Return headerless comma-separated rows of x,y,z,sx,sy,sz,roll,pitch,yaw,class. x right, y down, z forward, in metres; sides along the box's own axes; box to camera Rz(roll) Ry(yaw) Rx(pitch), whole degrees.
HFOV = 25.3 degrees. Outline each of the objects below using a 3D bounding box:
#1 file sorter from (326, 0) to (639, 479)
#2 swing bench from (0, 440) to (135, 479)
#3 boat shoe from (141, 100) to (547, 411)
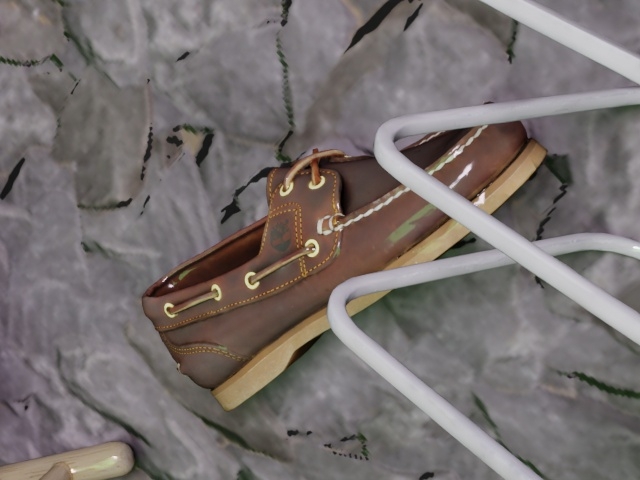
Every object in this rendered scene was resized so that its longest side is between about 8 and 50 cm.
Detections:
0.139,-0.063,0.428,0.173,0.193,0.277,39,125,39,file sorter
-0.265,0.043,0.697,0.255,0.165,0.253,-8,107,29,swing bench
0.000,0.000,0.605,0.207,0.073,0.073,-37,93,32,boat shoe
